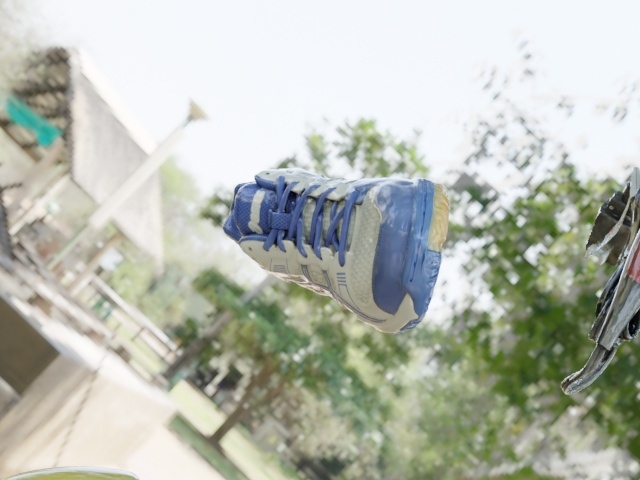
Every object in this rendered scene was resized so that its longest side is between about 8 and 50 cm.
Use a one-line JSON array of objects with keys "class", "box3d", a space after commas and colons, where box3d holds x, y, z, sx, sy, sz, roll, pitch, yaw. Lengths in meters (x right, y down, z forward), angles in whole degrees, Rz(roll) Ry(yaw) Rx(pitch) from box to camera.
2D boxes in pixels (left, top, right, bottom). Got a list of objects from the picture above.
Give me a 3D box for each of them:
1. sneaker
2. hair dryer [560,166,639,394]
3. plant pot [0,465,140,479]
[{"class": "sneaker", "box3d": [0.000, 0.000, 0.929, 0.131, 0.112, 0.296, 15, -5, -14]}, {"class": "hair dryer", "box3d": [0.267, -0.033, 0.855, 0.080, 0.224, 0.293, 24, -54, 0]}, {"class": "plant pot", "box3d": [-0.204, 0.223, 0.923, 0.095, 0.134, 0.134, 24, 1, -27]}]
